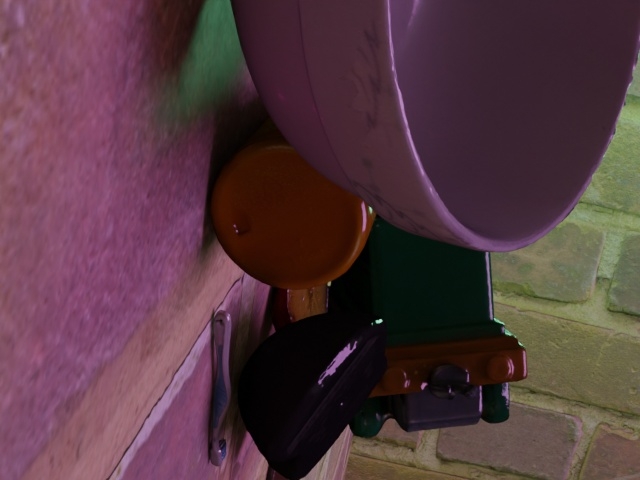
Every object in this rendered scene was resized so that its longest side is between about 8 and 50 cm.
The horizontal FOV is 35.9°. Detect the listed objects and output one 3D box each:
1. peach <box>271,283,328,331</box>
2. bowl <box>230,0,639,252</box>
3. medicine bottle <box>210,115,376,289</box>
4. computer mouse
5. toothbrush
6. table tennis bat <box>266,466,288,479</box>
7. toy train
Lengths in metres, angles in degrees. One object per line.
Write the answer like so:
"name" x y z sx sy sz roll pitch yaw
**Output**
"peach" -0.018 0.057 0.899 0.077 0.050 0.083 -106 -151 -55
"bowl" 0.056 -0.146 0.511 0.287 0.144 0.287 -20 116 -49
"medicine bottle" -0.003 -0.046 0.650 0.192 0.096 0.096 -63 164 -67
"computer mouse" -0.011 0.117 0.822 0.147 0.088 0.264 -49 161 -13
"toothbrush" -0.072 0.109 0.702 0.017 0.014 0.162 -52 157 -43
"table tennis bat" -0.038 0.260 1.252 0.234 0.022 0.131 -47 148 -75
"toy train" 0.093 0.068 1.098 0.429 0.178 0.249 -131 -144 -78
